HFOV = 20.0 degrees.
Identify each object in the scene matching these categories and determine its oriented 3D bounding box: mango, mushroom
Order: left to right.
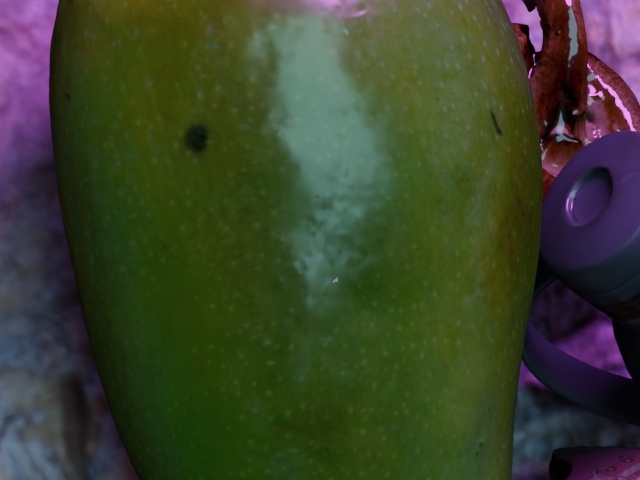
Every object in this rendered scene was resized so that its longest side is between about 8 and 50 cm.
[{"bbox_3d":[0.000,0.000,0.820,0.225,0.201,0.382,-10,86,-43],"label":"mango"},{"bbox_3d":[0.115,-0.067,0.958,0.135,0.080,0.171,11,69,-32],"label":"mushroom"}]

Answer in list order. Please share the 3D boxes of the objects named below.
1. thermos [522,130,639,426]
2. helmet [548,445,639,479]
[{"bbox_3d":[0.218,0.049,0.905,0.286,0.182,0.145,30,46,-28],"label":"thermos"},{"bbox_3d":[0.166,0.173,0.843,0.153,0.107,0.177,64,30,-20],"label":"helmet"}]
